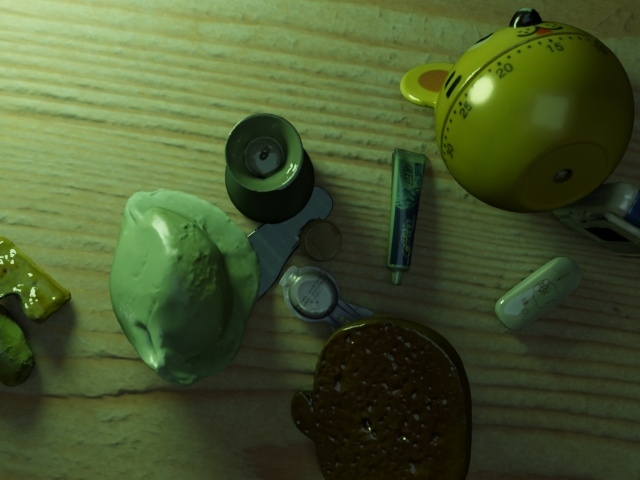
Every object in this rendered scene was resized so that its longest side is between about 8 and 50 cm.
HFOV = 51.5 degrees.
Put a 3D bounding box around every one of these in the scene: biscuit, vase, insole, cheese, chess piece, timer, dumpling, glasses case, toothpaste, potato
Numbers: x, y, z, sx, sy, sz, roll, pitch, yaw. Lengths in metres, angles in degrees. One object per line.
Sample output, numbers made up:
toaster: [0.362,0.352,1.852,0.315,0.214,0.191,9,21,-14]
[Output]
biscuit: [0.115,0.336,1.270,0.350,0.070,0.395,7,100,14]
vase: [-0.092,-0.126,1.139,0.173,0.321,0.173,0,87,-2]
insole: [-0.093,0.016,1.301,0.309,0.012,0.110,-44,93,-3]
cheese: [0.005,0.123,1.297,0.191,0.042,0.105,40,88,-6]
biscuit: [-0.571,0.097,1.200,0.183,0.039,0.174,39,48,-7]
chess piece: [0.000,0.000,1.292,0.083,0.038,0.084,-1,96,-13]
timer: [0.362,-0.248,1.208,0.376,0.376,0.387,-11,49,-6]
dumpling: [-0.248,0.079,1.186,0.269,0.212,0.321,7,96,-1]
glasses case: [0.440,0.106,1.338,0.193,0.049,0.074,-35,94,-3]
timer: [0.559,-0.034,1.247,0.178,0.253,0.078,28,88,-5]
toothpaste: [0.164,-0.045,1.313,0.069,0.047,0.269,6,87,7]
potato: [-0.601,0.186,1.215,0.105,0.085,0.188,-36,99,-6]
